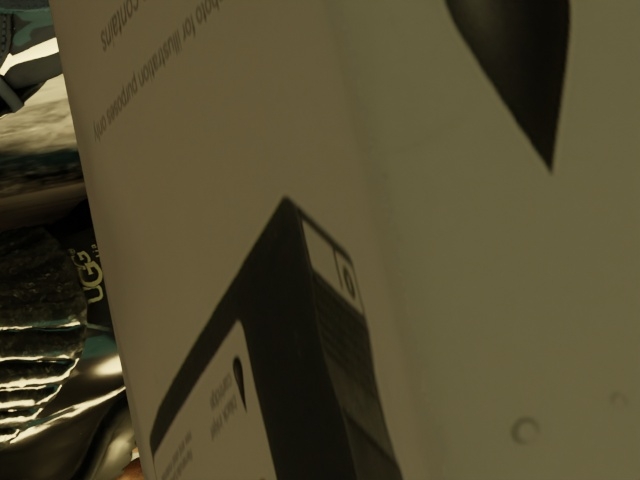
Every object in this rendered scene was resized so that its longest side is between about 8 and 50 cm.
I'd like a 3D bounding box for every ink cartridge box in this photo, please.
[{"bbox_3d":[0.118,0.032,0.428,0.285,0.394,0.166,-9,169,-23],"label":"ink cartridge box"}]

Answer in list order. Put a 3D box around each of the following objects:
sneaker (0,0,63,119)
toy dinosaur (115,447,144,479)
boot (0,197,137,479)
[{"bbox_3d":[-0.134,-0.004,0.596,0.226,0.163,0.086,-15,168,4],"label":"sneaker"},{"bbox_3d":[-0.123,0.092,1.268,0.296,0.127,0.200,3,159,-13],"label":"toy dinosaur"},{"bbox_3d":[-0.220,0.076,0.988,0.260,0.131,0.348,-14,161,-30],"label":"boot"}]
